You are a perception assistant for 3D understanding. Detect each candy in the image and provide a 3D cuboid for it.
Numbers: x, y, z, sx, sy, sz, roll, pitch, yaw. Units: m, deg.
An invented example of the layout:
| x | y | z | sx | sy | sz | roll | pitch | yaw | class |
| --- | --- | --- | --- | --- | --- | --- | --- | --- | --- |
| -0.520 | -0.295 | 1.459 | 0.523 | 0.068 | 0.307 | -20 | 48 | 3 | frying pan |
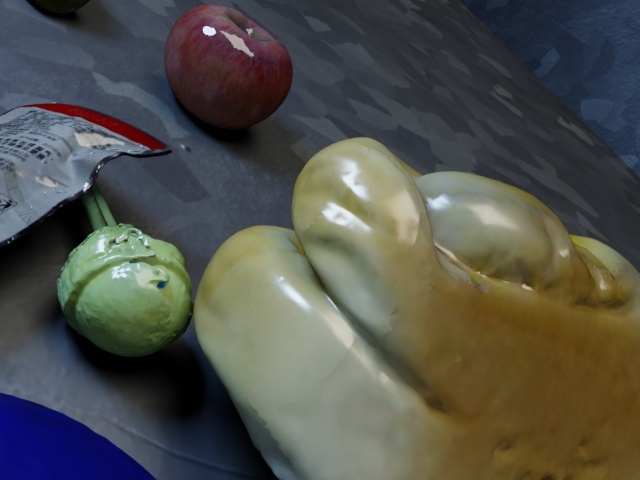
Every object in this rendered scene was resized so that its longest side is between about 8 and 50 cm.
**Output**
| x | y | z | sx | sy | sz | roll | pitch | yaw | class |
| --- | --- | --- | --- | --- | --- | --- | --- | --- | --- |
| -0.186 | -0.034 | 0.651 | 0.093 | 0.092 | 0.335 | -20 | 44 | -14 | candy |

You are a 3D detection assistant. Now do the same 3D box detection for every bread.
| x | y | z | sx | sy | sz | roll | pitch | yaw | class |
| --- | --- | --- | --- | --- | --- | --- | --- | --- | --- |
| 0.120 | 0.095 | 0.606 | 0.424 | 0.245 | 0.329 | 26 | 30 | -30 | bread |

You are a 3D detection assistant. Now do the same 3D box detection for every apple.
| x | y | z | sx | sy | sz | roll | pitch | yaw | class |
| --- | --- | --- | --- | --- | --- | --- | --- | --- | --- |
| -0.109 | -0.199 | 0.927 | 0.153 | 0.120 | 0.153 | 29 | 23 | -13 | apple |

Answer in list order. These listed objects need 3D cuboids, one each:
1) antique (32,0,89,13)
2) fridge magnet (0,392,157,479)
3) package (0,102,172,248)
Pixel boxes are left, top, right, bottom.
| x | y | z | sx | sy | sz | roll | pitch | yaw | class |
| --- | --- | --- | --- | --- | --- | --- | --- | --- | --- |
| -0.336 | -0.359 | 0.950 | 0.080 | 0.081 | 0.221 | -2 | 48 | -48 | antique |
| -0.150 | 0.173 | 0.319 | 0.265 | 0.113 | 0.265 | 29 | 27 | -16 | fridge magnet |
| -0.236 | -0.060 | 0.598 | 0.154 | 0.030 | 0.239 | 22 | 33 | 17 | package |
